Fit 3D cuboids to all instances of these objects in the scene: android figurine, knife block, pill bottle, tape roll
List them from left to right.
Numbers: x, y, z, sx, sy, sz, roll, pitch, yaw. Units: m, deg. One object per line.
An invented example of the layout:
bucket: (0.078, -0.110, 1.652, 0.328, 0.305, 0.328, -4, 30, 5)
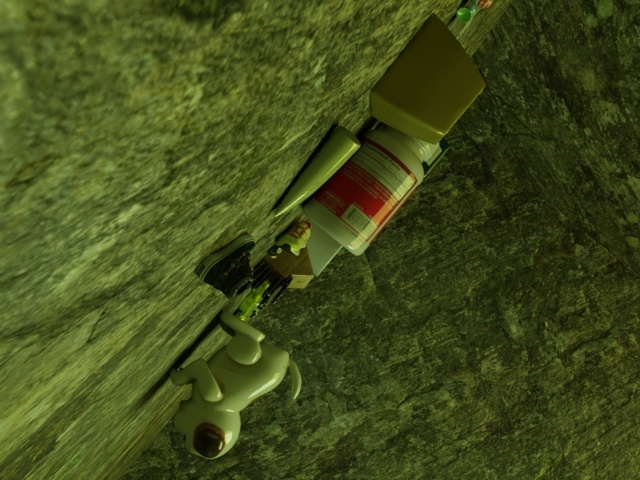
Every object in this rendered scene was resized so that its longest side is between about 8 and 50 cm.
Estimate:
android figurine: (-0.283, 0.257, 1.794, 0.248, 0.056, 0.273, -48, 178, -38)
knife block: (-0.154, 0.077, 1.375, 0.088, 0.242, 0.275, -52, -138, 43)
tape roll: (0.000, 0.000, 1.691, 0.246, 0.169, 0.246, -49, 177, -3)
pill bottle: (0.155, -0.174, 1.248, 0.407, 0.229, 0.229, -50, 177, 1)

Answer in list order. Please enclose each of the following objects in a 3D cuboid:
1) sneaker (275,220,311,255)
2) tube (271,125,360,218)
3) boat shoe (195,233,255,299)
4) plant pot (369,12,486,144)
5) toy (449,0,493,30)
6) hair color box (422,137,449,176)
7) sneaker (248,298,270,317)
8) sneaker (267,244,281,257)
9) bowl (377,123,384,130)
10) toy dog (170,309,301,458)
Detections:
sneaker: (-0.078, -0.018, 1.317, 0.094, 0.082, 0.208, -61, 178, 16)
tube: (-0.016, -0.137, 0.897, 0.070, 0.062, 0.240, 21, 123, -40)
boat shoe: (-0.156, 0.051, 0.801, 0.065, 0.083, 0.183, -52, 177, 26)
plant pot: (0.255, -0.347, 0.991, 0.212, 0.187, 0.212, -50, 177, 7)
toy: (0.453, -0.674, 1.142, 0.237, 0.056, 0.137, -49, 178, -17)
hair color box: (0.278, -0.293, 1.532, 0.174, 0.105, 0.347, -47, -160, -21)
sneaker: (-0.319, 0.320, 2.129, 0.170, 0.068, 0.071, -42, -164, 23)
sneaker: (-0.142, 0.027, 1.317, 0.083, 0.032, 0.037, -56, 170, -67)
bowl: (0.237, -0.388, 1.526, 0.142, 0.053, 0.142, -49, 176, -22)
toy dog: (-0.307, 0.500, 1.390, 0.407, 0.395, 0.284, -58, -171, -22)
